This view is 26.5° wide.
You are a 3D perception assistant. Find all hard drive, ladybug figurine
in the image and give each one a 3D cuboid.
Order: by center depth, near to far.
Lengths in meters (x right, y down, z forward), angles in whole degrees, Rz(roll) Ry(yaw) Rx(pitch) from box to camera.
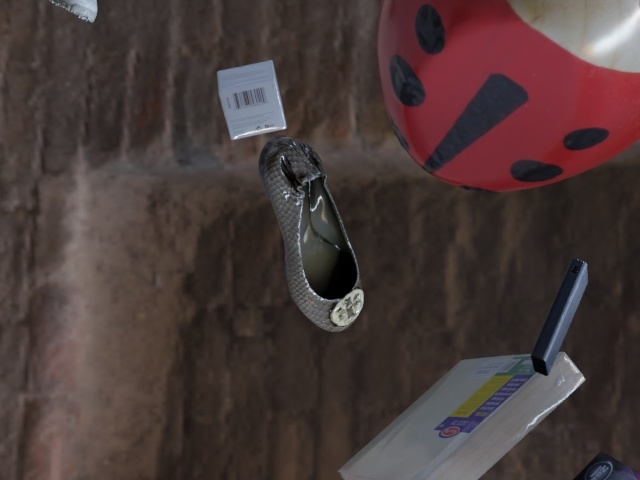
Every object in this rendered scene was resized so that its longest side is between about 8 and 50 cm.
[{"bbox_3d":[0.191,-0.176,1.298,0.162,0.305,0.449,-58,-179,-29],"label":"ladybug figurine"},{"bbox_3d":[0.300,0.097,1.705,0.135,0.022,0.094,-64,162,-11],"label":"hard drive"}]

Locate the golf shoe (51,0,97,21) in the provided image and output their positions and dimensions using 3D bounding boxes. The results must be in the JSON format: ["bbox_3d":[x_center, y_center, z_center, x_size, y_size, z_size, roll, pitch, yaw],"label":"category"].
[{"bbox_3d":[-0.334,-0.365,1.862,0.069,0.086,0.176,23,23,-35],"label":"golf shoe"}]

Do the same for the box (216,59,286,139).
[{"bbox_3d":[-0.119,-0.243,2.347,0.087,0.101,0.102,-101,179,-58],"label":"box"}]

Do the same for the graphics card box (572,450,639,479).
[{"bbox_3d":[0.392,0.420,1.666,0.233,0.371,0.094,-43,112,-9],"label":"graphics card box"}]

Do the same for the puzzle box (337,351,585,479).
[{"bbox_3d":[0.184,0.267,1.919,0.272,0.409,0.052,-39,93,-14],"label":"puzzle box"}]

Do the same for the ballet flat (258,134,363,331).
[{"bbox_3d":[0.000,0.000,1.414,0.084,0.058,0.250,-40,129,-31],"label":"ballet flat"}]
